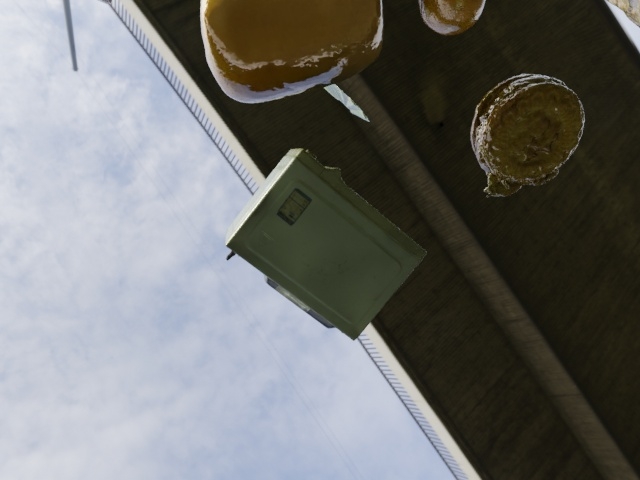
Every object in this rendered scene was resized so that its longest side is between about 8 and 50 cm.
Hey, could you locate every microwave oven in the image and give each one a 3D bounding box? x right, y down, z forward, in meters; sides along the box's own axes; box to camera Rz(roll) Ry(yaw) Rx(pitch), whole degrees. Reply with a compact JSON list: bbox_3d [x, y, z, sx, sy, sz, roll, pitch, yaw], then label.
[{"bbox_3d":[0.000,0.000,1.083,0.355,0.218,0.286,37,-87,-15],"label":"microwave oven"}]

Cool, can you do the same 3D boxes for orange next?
[{"bbox_3d":[0.254,-0.486,0.942,0.124,0.156,0.156,-5,-101,-11],"label":"orange"}]

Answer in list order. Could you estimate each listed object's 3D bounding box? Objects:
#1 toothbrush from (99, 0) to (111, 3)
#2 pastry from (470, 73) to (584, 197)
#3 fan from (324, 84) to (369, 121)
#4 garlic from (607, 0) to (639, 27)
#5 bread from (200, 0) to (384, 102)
[{"bbox_3d":[-0.484,-0.457,0.801,0.288,0.021,0.024,21,-112,-2],"label":"toothbrush"},{"bbox_3d":[0.448,-0.238,1.047,0.240,0.132,0.235,-16,-56,2],"label":"pastry"},{"bbox_3d":[0.054,-0.408,1.353,0.009,0.131,0.240,-44,-120,2],"label":"fan"},{"bbox_3d":[0.374,-0.287,0.405,0.245,0.253,0.245,18,-140,-16],"label":"garlic"},{"bbox_3d":[-0.058,-0.443,1.017,0.376,0.348,0.253,-12,-85,0],"label":"bread"}]
